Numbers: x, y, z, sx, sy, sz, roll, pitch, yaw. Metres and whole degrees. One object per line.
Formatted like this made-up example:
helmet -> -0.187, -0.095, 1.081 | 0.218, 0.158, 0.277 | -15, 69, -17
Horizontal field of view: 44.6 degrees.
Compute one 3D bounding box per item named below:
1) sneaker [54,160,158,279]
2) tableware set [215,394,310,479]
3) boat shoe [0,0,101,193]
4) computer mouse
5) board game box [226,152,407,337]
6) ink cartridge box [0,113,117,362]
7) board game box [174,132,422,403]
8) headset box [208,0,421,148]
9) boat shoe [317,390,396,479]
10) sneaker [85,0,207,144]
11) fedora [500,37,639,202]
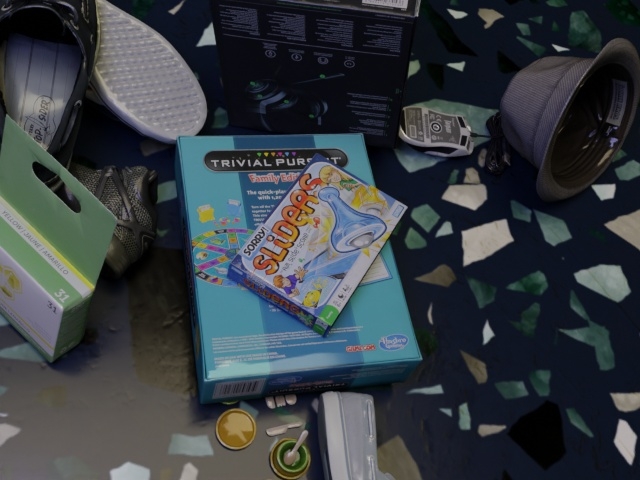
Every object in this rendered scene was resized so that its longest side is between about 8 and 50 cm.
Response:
sneaker -> -0.291, -0.068, 0.974 | 0.227, 0.087, 0.130 | 41, 59, 5
tableware set -> -0.068, 0.223, 0.910 | 0.104, 0.024, 0.154 | -8, 66, -17
boat shoe -> -0.323, -0.224, 0.898 | 0.127, 0.113, 0.340 | 11, 73, -17
computer mouse -> 0.193, -0.156, 1.164 | 0.193, 0.042, 0.106 | 8, 66, -16
board game box -> 0.000, 0.000, 0.932 | 0.136, 0.035, 0.201 | 31, 57, 6
ink cartridge box -> -0.314, 0.007, 0.841 | 0.171, 0.235, 0.056 | 42, 48, 9
board game box -> -0.040, 0.021, 0.979 | 0.254, 0.079, 0.336 | -3, 59, -16
headset box -> -0.001, -0.254, 1.024 | 0.246, 0.283, 0.131 | 8, 62, 5
boat shoe -> 0.049, 0.277, 0.879 | 0.081, 0.079, 0.227 | -3, 61, -10
sneaker -> -0.293, -0.242, 1.048 | 0.321, 0.127, 0.126 | 42, 65, -8
fedora -> 0.344, -0.184, 1.120 | 0.124, 0.243, 0.275 | 33, 24, 34
